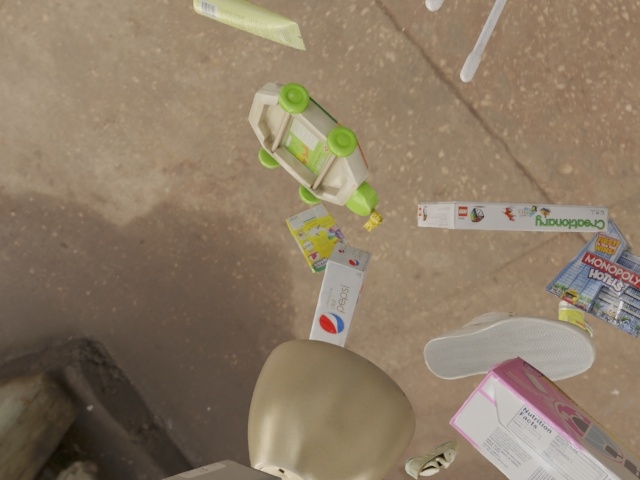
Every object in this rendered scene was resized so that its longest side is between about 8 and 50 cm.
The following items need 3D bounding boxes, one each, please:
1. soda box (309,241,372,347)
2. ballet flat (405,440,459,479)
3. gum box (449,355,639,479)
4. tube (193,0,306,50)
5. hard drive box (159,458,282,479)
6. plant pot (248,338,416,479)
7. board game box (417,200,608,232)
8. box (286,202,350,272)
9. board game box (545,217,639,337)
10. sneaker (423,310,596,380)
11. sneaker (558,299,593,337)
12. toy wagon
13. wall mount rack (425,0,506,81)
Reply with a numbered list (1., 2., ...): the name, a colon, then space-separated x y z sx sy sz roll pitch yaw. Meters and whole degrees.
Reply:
1. soda box: 0.036 0.114 1.290 0.073 0.069 0.216 18 125 8
2. ballet flat: 0.281 0.535 1.603 0.052 0.168 0.057 35 132 52
3. gum box: 0.205 0.181 0.563 0.188 0.107 0.062 41 106 24
4. tube: -0.138 -0.443 1.322 0.240 0.070 0.062 26 120 17
5. hard drive box: -0.136 0.377 0.712 0.089 0.181 0.232 6 88 33
6. plant pot: -0.009 0.330 1.094 0.284 0.191 0.284 18 134 19
7. board game box: 0.365 -0.046 1.290 0.305 0.193 0.053 1 93 -11
8. box: 0.000 0.000 1.571 0.105 0.179 0.043 -24 140 -7
9. board game box: 0.594 0.064 1.350 0.194 0.060 0.194 31 95 40
10. sneaker: 0.335 0.160 1.113 0.292 0.169 0.108 -11 95 44
11. sneaker: 0.636 0.237 1.682 0.081 0.094 0.208 -3 143 31
12. toy wagon: 0.000 -0.158 1.319 0.344 0.068 0.267 42 158 2
13. wall mount rack: 0.172 -0.377 0.772 0.130 0.350 0.304 -16 76 20
